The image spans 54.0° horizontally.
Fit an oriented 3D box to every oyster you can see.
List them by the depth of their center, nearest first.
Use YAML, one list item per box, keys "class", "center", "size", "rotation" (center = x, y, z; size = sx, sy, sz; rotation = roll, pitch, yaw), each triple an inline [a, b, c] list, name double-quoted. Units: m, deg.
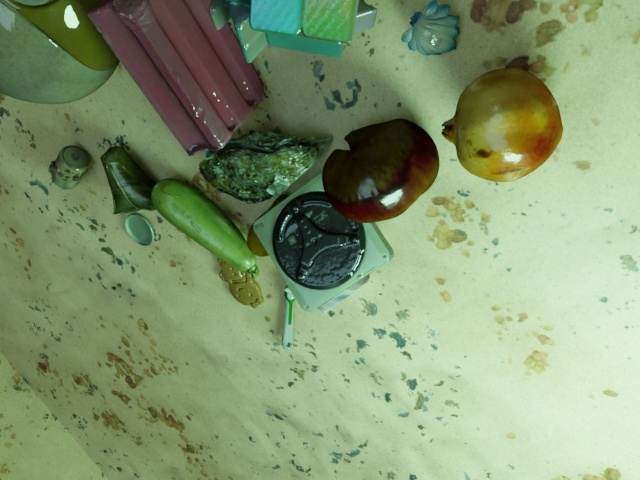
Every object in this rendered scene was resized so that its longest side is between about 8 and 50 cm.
- class: "oyster"
  center: [-0.134, -0.187, 1.503]
  size: [0.351, 0.158, 0.162]
  rotation: [-12, 153, 28]

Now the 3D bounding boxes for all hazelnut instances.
- class: "hazelnut"
  center: [0.132, -0.138, 1.324]
  size: [0.252, 0.217, 0.217]
  rotation: [-34, 97, 16]

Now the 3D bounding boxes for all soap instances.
- class: "soap"
  center: [-0.286, -0.393, 1.333]
  size: [0.128, 0.232, 0.359]
  rotation: [-3, 135, 35]

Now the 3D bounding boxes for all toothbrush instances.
- class: "toothbrush"
  center: [-0.078, 0.148, 1.719]
  size: [0.040, 0.042, 0.417]
  rotation: [-126, 33, -49]

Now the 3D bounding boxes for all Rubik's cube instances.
- class: "Rubik's cube"
  center: [-0.046, -0.513, 1.120]
  size: [0.387, 0.358, 0.368]
  rotation: [41, 89, 3]

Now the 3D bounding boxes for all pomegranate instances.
- class: "pomegranate"
  center: [0.336, -0.213, 1.146]
  size: [0.209, 0.209, 0.209]
  rotation: [15, 124, 24]

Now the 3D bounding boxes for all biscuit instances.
- class: "biscuit"
  center: [-0.234, 0.112, 1.804]
  size: [0.134, 0.027, 0.183]
  rotation: [5, 120, 27]

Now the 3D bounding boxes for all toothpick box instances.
- class: "toothpick box"
  center: [-0.615, -0.554, 1.385]
  size: [0.409, 0.409, 0.425]
  rotation: [36, 126, 8]

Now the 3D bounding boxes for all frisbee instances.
- class: "frisbee"
  center: [-0.550, -0.033, 1.918]
  size: [0.110, 0.014, 0.110]
  rotation: [16, 126, 23]

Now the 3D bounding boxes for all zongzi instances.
- class: "zongzi"
  center: [-0.503, -0.177, 1.758]
  size: [0.205, 0.094, 0.204]
  rotation: [0, 116, 19]

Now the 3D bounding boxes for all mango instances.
- class: "mango"
  center: [-0.119, -0.034, 1.608]
  size: [0.184, 0.085, 0.102]
  rotation: [-50, 56, 24]

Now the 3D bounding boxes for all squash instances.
- class: "squash"
  center: [-0.301, -0.039, 1.698]
  size: [0.371, 0.118, 0.118]
  rotation: [38, 130, 4]

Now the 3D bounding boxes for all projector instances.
- class: "projector"
  center: [0.000, 0.000, 1.482]
  size: [0.257, 0.079, 0.259]
  rotation: [-35, 82, 19]

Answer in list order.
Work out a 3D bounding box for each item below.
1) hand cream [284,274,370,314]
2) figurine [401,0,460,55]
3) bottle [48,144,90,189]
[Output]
- class: "hand cream"
  center: [0.025, 0.122, 1.624]
  size: [0.133, 0.083, 0.248]
  rotation: [39, 138, -17]
- class: "figurine"
  center: [0.220, -0.395, 1.198]
  size: [0.114, 0.079, 0.114]
  rotation: [-5, 133, -5]
- class: "bottle"
  center: [-0.760, -0.210, 1.890]
  size: [0.099, 0.099, 0.152]
  rotation: [49, 134, -3]
